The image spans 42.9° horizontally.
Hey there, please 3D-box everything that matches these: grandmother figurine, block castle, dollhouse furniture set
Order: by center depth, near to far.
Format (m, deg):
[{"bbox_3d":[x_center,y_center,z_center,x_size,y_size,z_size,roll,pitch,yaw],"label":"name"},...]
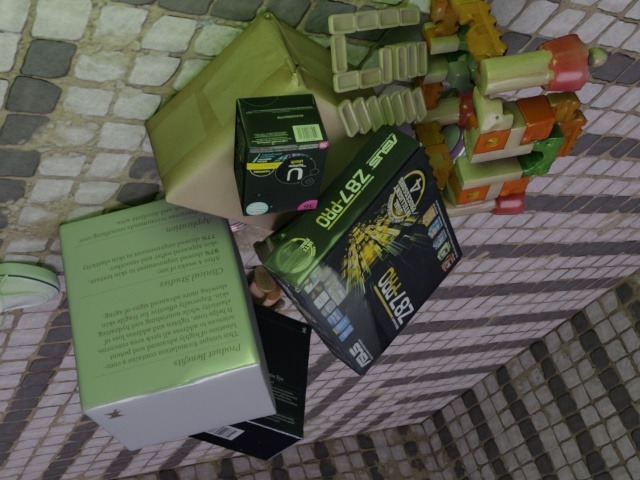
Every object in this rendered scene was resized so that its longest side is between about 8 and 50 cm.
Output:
[{"bbox_3d":[0.309,-0.257,1.417,0.213,0.302,0.453,-10,152,-8],"label":"block castle"},{"bbox_3d":[0.000,0.000,1.653,0.198,0.151,0.301,-41,-174,-15],"label":"dollhouse furniture set"},{"bbox_3d":[-0.191,0.193,2.128,0.208,0.104,0.342,6,141,-26],"label":"grandmother figurine"}]

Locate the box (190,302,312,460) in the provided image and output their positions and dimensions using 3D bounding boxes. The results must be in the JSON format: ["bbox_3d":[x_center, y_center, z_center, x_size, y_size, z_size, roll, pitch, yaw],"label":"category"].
[{"bbox_3d":[-0.215,0.316,1.961,0.343,0.312,0.179,25,139,-23],"label":"box"}]

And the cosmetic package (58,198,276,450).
[{"bbox_3d":[-0.301,0.165,1.643,0.330,0.393,0.327,-14,153,-4],"label":"cosmetic package"}]

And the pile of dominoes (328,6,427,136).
[{"bbox_3d":[0.091,-0.279,1.342,0.040,0.195,0.251,11,-158,40],"label":"pile of dominoes"}]

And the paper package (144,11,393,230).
[{"bbox_3d":[-0.084,-0.187,1.412,0.325,0.168,0.310,-36,150,26],"label":"paper package"}]

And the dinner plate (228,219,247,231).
[{"bbox_3d":[-0.197,-0.056,1.742,0.141,0.017,0.141,-16,152,-9],"label":"dinner plate"}]

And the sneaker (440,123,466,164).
[{"bbox_3d":[0.284,-0.148,1.805,0.152,0.114,0.305,0,147,-34],"label":"sneaker"}]

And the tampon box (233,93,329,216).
[{"bbox_3d":[-0.064,-0.127,1.234,0.121,0.101,0.161,-7,145,-13],"label":"tampon box"}]

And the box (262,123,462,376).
[{"bbox_3d":[0.092,0.032,1.437,0.318,0.097,0.395,-47,146,-11],"label":"box"}]

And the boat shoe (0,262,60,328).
[{"bbox_3d":[-0.688,0.137,1.597,0.367,0.156,0.136,3,145,-38],"label":"boat shoe"}]
